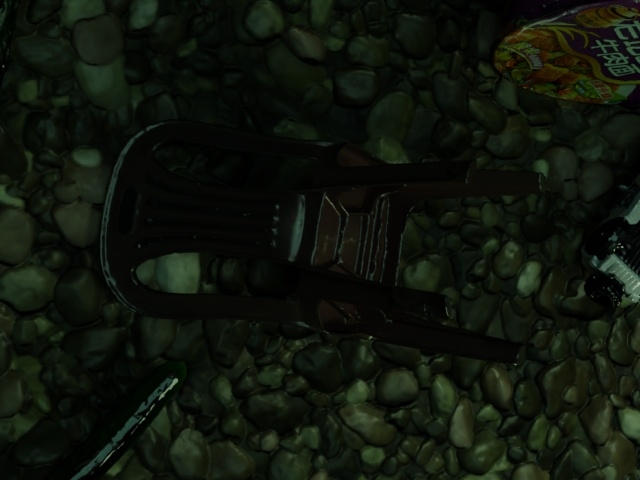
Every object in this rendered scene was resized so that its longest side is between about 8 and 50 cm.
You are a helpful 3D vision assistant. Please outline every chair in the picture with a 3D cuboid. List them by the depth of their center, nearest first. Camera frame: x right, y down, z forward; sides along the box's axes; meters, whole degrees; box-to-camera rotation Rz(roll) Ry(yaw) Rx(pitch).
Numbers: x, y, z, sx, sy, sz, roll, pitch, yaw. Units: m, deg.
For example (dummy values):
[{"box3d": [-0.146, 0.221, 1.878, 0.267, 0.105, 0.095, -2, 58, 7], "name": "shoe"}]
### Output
[{"box3d": [0.000, 0.000, 1.079, 0.327, 0.183, 0.175, 6, 84, 28], "name": "chair"}]

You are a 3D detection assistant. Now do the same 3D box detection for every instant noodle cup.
[{"box3d": [0.275, -0.250, 1.122, 0.251, 0.251, 0.190, 7, 75, -16], "name": "instant noodle cup"}]

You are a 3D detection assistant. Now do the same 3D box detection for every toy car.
[{"box3d": [0.305, -0.011, 1.193, 0.080, 0.070, 0.170, 41, 75, -11], "name": "toy car"}]

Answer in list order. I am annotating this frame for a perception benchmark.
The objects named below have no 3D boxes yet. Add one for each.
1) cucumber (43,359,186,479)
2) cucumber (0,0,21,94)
[{"box3d": [-0.177, 0.169, 1.056, 0.184, 0.033, 0.036, -47, 121, -12], "name": "cucumber"}, {"box3d": [-0.287, -0.121, 1.025, 0.068, 0.067, 0.293, 13, 82, -16], "name": "cucumber"}]
